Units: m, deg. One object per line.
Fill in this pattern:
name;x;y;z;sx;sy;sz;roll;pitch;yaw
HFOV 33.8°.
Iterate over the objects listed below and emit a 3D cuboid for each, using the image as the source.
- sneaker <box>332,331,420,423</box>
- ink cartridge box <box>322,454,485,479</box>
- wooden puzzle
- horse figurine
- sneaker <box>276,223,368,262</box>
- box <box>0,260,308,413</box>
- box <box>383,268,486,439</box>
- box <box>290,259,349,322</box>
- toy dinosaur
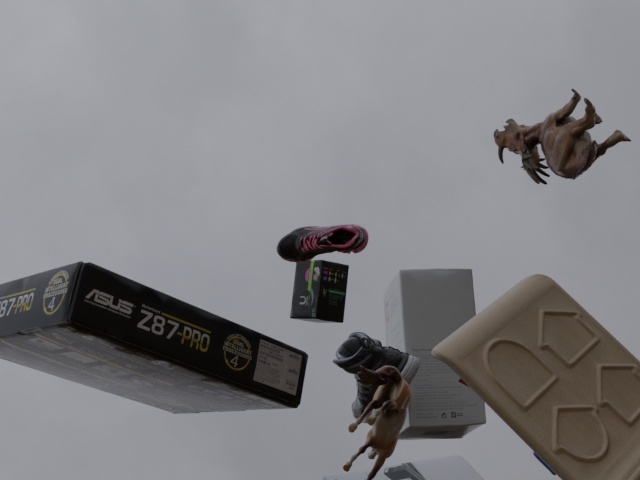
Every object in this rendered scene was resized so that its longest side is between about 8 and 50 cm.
sneaker;0.091;0.274;2.161;0.101;0.153;0.268;-55;0;-36
ink cartridge box;0.190;0.695;2.527;0.395;0.166;0.285;-2;-65;-27
wooden puzzle;0.378;0.233;1.656;0.322;0.348;0.080;-29;-26;-44
horse figurine;0.100;0.301;1.753;0.174;0.066;0.263;-40;-36;-48
sneaker;0.000;0.000;1.340;0.119;0.047;0.057;-11;-4;7
box;-0.265;0.157;1.512;0.395;0.097;0.318;26;-27;-36
box;0.247;0.256;2.341;0.168;0.345;0.215;0;-18;-7
box;-0.001;0.072;1.478;0.052;0.083;0.062;12;-11;-37
toy dinosaur;0.470;-0.177;2.051;0.127;0.295;0.200;38;-78;-23
